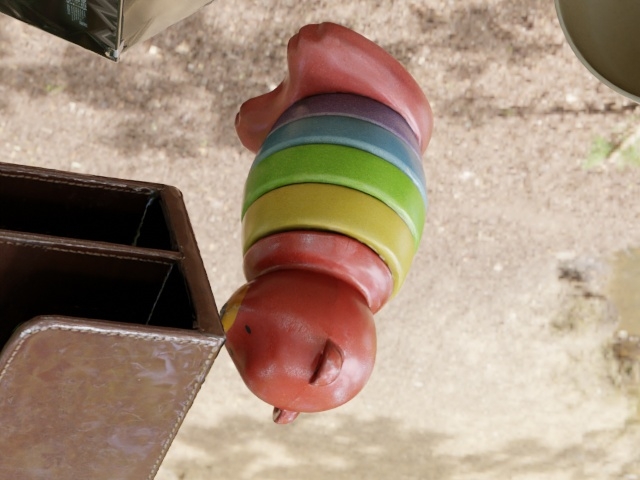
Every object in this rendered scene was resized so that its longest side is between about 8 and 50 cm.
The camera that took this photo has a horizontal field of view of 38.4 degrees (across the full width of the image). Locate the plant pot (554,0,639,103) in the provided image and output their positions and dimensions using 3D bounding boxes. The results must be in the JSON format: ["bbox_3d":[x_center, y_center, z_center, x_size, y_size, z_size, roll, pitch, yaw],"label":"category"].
[{"bbox_3d":[0.385,-0.237,0.848,0.284,0.284,0.191,-10,168,33],"label":"plant pot"}]

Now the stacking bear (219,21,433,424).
[{"bbox_3d":[0.000,0.000,0.736,0.164,0.289,0.175,25,143,-18],"label":"stacking bear"}]

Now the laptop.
[{"bbox_3d":[-0.262,-0.406,1.155,0.408,0.236,0.382,22,167,-10],"label":"laptop"}]

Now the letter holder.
[{"bbox_3d":[-0.228,0.108,0.622,0.215,0.152,0.301,8,127,-29],"label":"letter holder"}]
